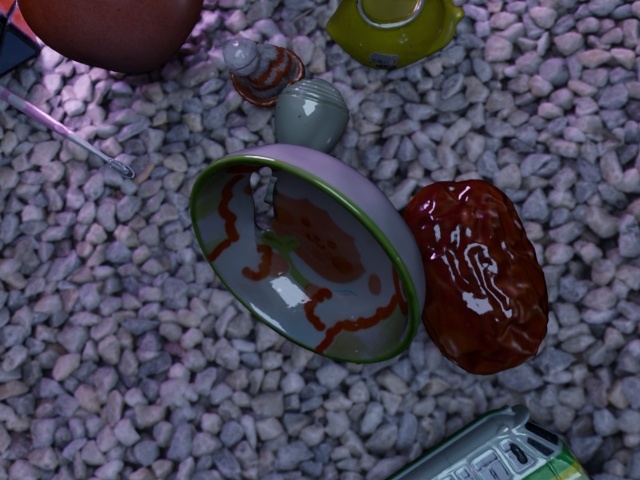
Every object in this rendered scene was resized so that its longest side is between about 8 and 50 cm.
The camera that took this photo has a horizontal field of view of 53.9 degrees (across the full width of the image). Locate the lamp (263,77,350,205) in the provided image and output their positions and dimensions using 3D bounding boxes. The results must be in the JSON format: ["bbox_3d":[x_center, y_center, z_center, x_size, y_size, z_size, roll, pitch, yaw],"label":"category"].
[{"bbox_3d":[-0.024,-0.135,0.893,0.106,0.106,0.192,16,93,8],"label":"lamp"}]

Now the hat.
[{"bbox_3d":[-0.089,-0.247,0.879,0.112,0.162,0.093,6,86,10],"label":"hat"}]

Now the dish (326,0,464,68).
[{"bbox_3d":[0.107,-0.334,0.913,0.208,0.080,0.148,-7,82,6],"label":"dish"}]

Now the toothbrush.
[{"bbox_3d":[-0.402,-0.173,0.969,0.286,0.025,0.020,32,86,9],"label":"toothbrush"}]

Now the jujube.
[{"bbox_3d":[0.193,0.042,0.807,0.174,0.174,0.250,-18,83,3],"label":"jujube"}]

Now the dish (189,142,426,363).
[{"bbox_3d":[0.000,0.000,0.797,0.324,0.324,0.124,34,53,9],"label":"dish"}]

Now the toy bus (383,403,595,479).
[{"bbox_3d":[0.192,0.328,0.785,0.276,0.133,0.164,-35,81,0],"label":"toy bus"}]

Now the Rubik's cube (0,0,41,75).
[{"bbox_3d":[-0.584,-0.347,0.920,0.205,0.205,0.207,-30,82,2],"label":"Rubik's cube"}]

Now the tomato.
[{"bbox_3d":[-0.289,-0.352,0.869,0.256,0.256,0.224,11,91,7],"label":"tomato"}]
